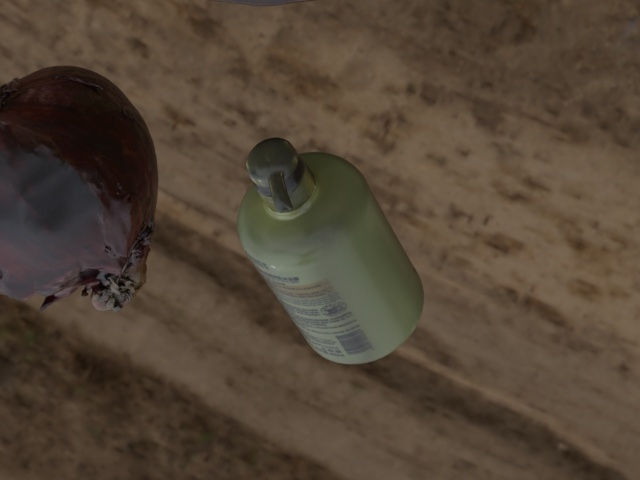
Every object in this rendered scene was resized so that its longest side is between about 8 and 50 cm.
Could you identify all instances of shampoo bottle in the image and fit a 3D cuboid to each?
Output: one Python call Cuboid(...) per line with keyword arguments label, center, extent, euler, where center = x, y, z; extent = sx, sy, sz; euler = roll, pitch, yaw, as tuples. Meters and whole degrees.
Cuboid(label="shampoo bottle", center=(0.000, 0.000, 0.779), extent=(0.079, 0.079, 0.162), euler=(11, 150, 32))

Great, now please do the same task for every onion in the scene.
Cuboid(label="onion", center=(-0.298, -0.049, 1.394), extent=(0.281, 0.281, 0.221), euler=(44, 180, -34))

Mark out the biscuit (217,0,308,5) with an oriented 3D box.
Cuboid(label="biscuit", center=(-0.031, -0.333, 0.903), extent=(0.407, 0.091, 0.407), euler=(-5, 131, -5))
